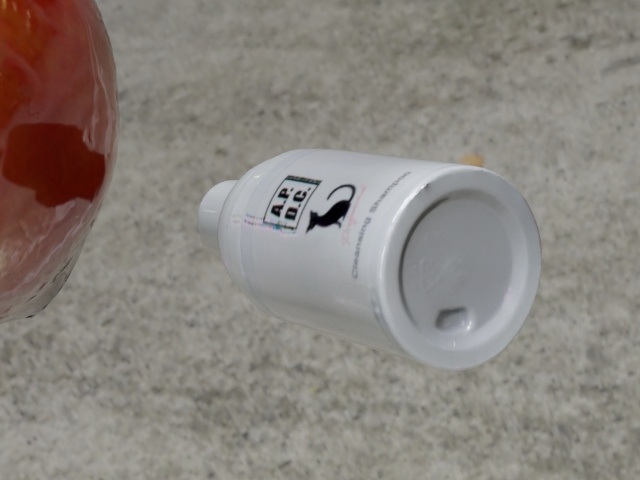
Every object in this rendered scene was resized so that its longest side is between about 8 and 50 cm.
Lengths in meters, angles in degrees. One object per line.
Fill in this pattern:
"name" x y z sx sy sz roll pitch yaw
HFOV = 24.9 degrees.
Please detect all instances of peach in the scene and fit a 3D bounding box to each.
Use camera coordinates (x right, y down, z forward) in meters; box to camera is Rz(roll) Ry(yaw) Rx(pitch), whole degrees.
"peach" -0.328 -0.082 1.119 0.388 0.388 0.388 -14 40 12

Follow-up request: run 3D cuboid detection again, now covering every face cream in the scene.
"face cream" 0.000 0.000 1.139 0.145 0.145 0.369 -43 27 -22
